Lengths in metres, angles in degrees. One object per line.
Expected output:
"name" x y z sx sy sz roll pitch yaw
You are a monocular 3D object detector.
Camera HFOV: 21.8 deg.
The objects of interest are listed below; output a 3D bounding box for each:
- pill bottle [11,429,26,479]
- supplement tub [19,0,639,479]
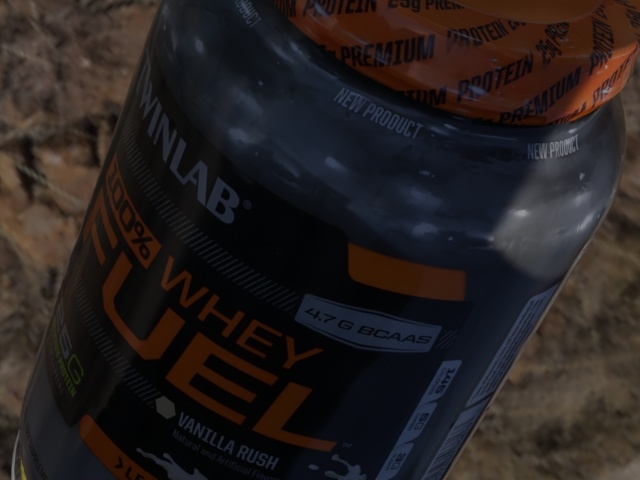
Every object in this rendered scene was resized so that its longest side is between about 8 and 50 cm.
"pill bottle" -0.037 0.070 0.626 0.119 0.119 0.208 -14 167 -28
"supplement tub" 0.000 0.000 0.416 0.117 0.117 0.190 -6 136 -33
